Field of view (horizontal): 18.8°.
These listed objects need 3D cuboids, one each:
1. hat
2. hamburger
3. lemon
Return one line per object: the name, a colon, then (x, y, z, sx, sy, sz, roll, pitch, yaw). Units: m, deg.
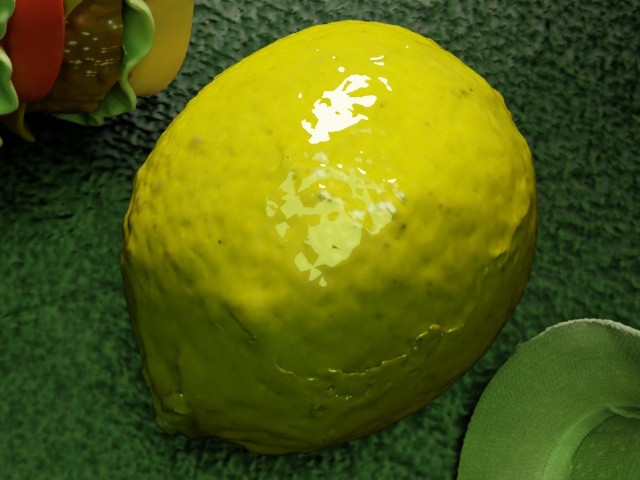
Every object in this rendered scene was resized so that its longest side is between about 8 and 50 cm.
hat: (0.219, 0.176, 1.256, 0.130, 0.257, 0.257, 1, 78, -37)
hamburger: (-0.225, -0.186, 1.216, 0.212, 0.274, 0.274, -17, 81, -29)
lemon: (0.000, 0.000, 1.222, 0.253, 0.253, 0.310, 45, 76, 4)
